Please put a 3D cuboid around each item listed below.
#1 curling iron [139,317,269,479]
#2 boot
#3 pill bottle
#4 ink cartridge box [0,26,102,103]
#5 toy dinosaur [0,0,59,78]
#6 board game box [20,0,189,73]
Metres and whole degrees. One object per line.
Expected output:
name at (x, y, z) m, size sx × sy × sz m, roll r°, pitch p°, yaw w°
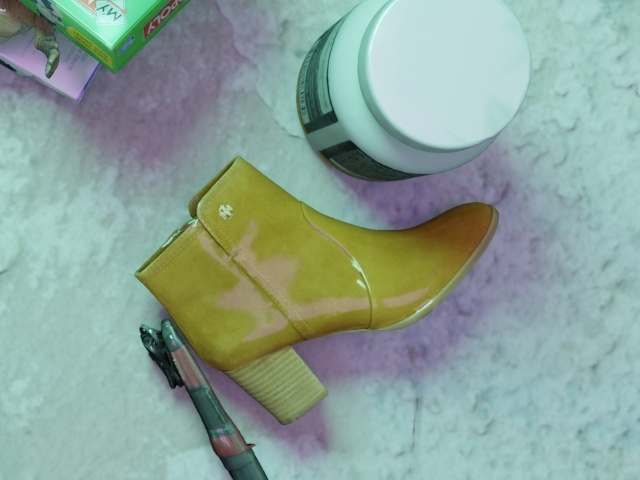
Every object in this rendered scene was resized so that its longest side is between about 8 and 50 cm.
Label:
curling iron at (-0.082, 0.184, 1.314) m, size 0.035 × 0.068 × 0.274 m, roll -34°, pitch 100°, yaw -10°
boot at (-0.001, 0.000, 1.289) m, size 0.295 × 0.104 × 0.211 m, roll -41°, pitch 102°, yaw -10°
pill bottle at (0.075, -0.134, 1.228) m, size 0.162 × 0.278 × 0.162 m, roll 0°, pitch 90°, yaw -10°
ink cartridge box at (-0.255, -0.258, 1.290) m, size 0.208 × 0.045 × 0.206 m, roll 31°, pitch 85°, yaw -7°
toy dinosaur at (-0.276, -0.248, 1.208) m, size 0.200 × 0.127 × 0.295 m, roll 23°, pitch 81°, yaw -2°
board game box at (-0.211, -0.303, 1.150) m, size 0.317 × 0.046 × 0.213 m, roll 38°, pitch 72°, yaw 11°
